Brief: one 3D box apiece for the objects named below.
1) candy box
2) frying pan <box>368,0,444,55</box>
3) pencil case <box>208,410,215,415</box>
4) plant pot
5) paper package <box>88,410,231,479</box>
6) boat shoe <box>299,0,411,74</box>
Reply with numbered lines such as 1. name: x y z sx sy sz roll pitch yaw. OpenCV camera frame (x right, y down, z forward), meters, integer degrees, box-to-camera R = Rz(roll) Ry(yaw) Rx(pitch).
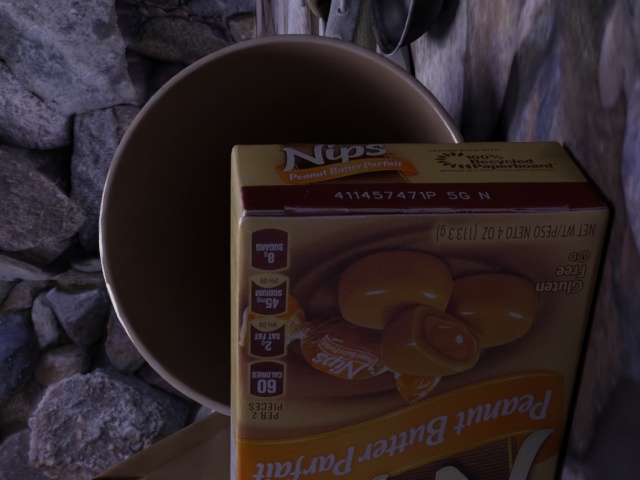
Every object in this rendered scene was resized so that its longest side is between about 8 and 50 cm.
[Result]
1. candy box: 0.040 0.102 0.603 0.087 0.183 0.316 -103 13 -60
2. frying pan: 0.075 -0.280 0.771 0.326 0.053 0.197 104 163 -57
3. pencil case: -0.052 0.346 1.371 0.167 0.160 0.386 30 132 39
4. plant pot: 0.000 0.000 0.814 0.274 0.256 0.256 21 -114 -80
5. paper package: -0.074 0.355 1.079 0.309 0.168 0.325 -22 -64 -53
6. boat shoe: 0.020 -0.209 0.996 0.118 0.103 0.320 106 161 -67
